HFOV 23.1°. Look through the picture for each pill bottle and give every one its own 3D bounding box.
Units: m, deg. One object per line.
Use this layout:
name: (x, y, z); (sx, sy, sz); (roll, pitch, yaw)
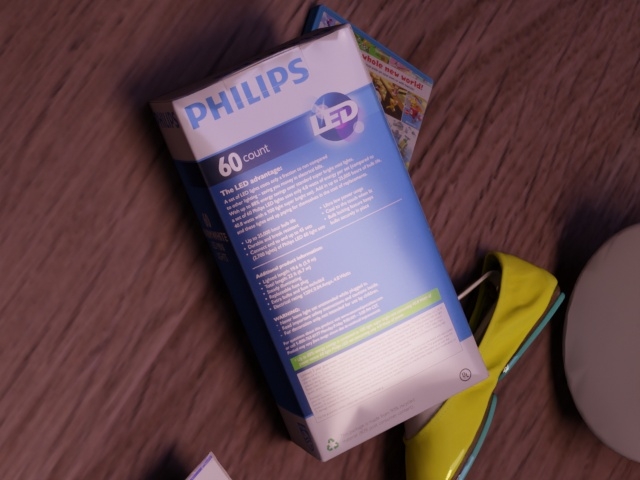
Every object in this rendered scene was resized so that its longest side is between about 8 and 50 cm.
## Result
pill bottle: (0.401, 0.095, 1.298); (0.392, 0.224, 0.224); (7, 80, -38)

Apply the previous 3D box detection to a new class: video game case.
video game case: (0.017, -0.072, 1.144); (0.119, 0.015, 0.166); (30, 67, -32)

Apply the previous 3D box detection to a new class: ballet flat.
ballet flat: (0.103, 0.097, 1.165); (0.077, 0.077, 0.231); (38, 58, -5)

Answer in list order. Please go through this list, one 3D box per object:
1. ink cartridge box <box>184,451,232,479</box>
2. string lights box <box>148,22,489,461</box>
ink cartridge box: (-0.084, 0.278, 1.002); (0.206, 0.045, 0.208); (-48, 115, -32)
string lights box: (0.000, 0.000, 1.055); (0.133, 0.077, 0.260); (-25, 101, -15)
